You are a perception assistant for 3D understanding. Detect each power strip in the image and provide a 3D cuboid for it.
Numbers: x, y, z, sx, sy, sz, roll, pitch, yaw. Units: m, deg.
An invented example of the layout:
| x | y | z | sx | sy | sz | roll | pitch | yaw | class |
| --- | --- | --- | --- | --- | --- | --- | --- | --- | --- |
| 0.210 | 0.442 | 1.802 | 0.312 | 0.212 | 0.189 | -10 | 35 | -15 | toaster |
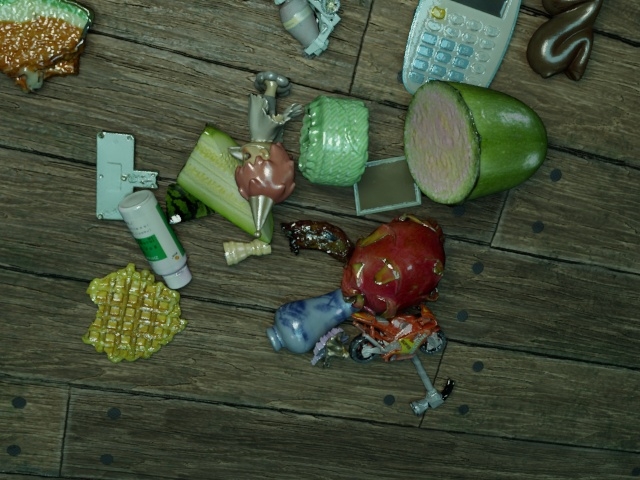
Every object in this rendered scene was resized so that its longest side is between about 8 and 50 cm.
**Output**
| x | y | z | sx | sy | sz | roll | pitch | yaw | class |
| --- | --- | --- | --- | --- | --- | --- | --- | --- | --- |
| -0.473 | -0.155 | 1.347 | 0.145 | 0.061 | 0.215 | 2 | 107 | -14 | power strip |

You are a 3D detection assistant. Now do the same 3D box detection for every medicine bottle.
| x | y | z | sx | sy | sz | roll | pitch | yaw | class |
| --- | --- | --- | --- | --- | --- | --- | --- | --- | --- |
| -0.403 | 0.004 | 1.368 | 0.095 | 0.095 | 0.260 | -22 | 122 | -2 | medicine bottle |

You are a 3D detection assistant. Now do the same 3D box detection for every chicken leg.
| x | y | z | sx | sy | sz | roll | pitch | yaw | class |
| --- | --- | --- | --- | --- | --- | --- | --- | --- | --- |
| 0.000 | 0.000 | 1.466 | 0.234 | 0.063 | 0.105 | 11 | 112 | -13 | chicken leg |

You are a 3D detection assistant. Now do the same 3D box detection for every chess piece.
| x | y | z | sx | sy | sz | roll | pitch | yaw | class |
| --- | --- | --- | --- | --- | --- | --- | --- | --- | --- |
| -0.192 | 0.025 | 1.444 | 0.122 | 0.066 | 0.066 | -11 | 108 | -9 | chess piece |

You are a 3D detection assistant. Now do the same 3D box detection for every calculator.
| x | y | z | sx | sy | sz | roll | pitch | yaw | class |
| --- | --- | --- | --- | --- | --- | --- | --- | --- | --- |
| 0.347 | -0.517 | 1.372 | 0.256 | 0.054 | 0.386 | 13 | 105 | -13 | calculator |

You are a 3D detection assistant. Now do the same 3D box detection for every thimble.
| x | y | z | sx | sy | sz | roll | pitch | yaw | class |
| --- | --- | --- | --- | --- | --- | --- | --- | --- | --- |
| 0.029 | -0.237 | 1.328 | 0.150 | 0.219 | 0.219 | 3 | 106 | -8 | thimble |

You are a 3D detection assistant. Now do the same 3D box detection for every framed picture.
| x | y | z | sx | sy | sz | roll | pitch | yaw | class |
| --- | --- | --- | --- | --- | --- | --- | --- | --- | --- |
| 0.178 | -0.150 | 1.477 | 0.183 | 0.011 | 0.142 | -11 | 108 | -6 | framed picture |

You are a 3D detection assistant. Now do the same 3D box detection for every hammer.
| x | y | z | sx | sy | sz | roll | pitch | yaw | class |
| --- | --- | --- | --- | --- | --- | --- | --- | --- | --- |
| 0.259 | 0.328 | 1.617 | 0.152 | 0.044 | 0.427 | -30 | 108 | 0 | hammer |

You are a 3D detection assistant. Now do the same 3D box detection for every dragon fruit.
| x | y | z | sx | sy | sz | roll | pitch | yaw | class |
| --- | --- | --- | --- | --- | --- | --- | --- | --- | --- |
| 0.206 | 0.066 | 1.435 | 0.315 | 0.250 | 0.250 | -14 | 110 | -29 | dragon fruit |

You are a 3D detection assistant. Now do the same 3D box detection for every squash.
| x | y | z | sx | sy | sz | roll | pitch | yaw | class |
| --- | --- | --- | --- | --- | --- | --- | --- | --- | --- |
| -0.191 | -0.150 | 1.362 | 0.289 | 0.111 | 0.203 | 33 | 131 | -13 | squash |
| 0.413 | -0.260 | 1.358 | 0.309 | 0.310 | 0.310 | -16 | 109 | -20 | squash |

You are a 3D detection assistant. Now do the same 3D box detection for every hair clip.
| x | y | z | sx | sy | sz | roll | pitch | yaw | class |
| --- | --- | --- | --- | --- | --- | --- | --- | --- | --- |
| 0.029 | 0.297 | 1.475 | 0.106 | 0.292 | 0.084 | -38 | 78 | -18 | hair clip |

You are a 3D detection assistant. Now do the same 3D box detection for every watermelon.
| x | y | z | sx | sy | sz | roll | pitch | yaw | class |
| --- | --- | --- | --- | --- | --- | --- | --- | --- | --- |
| -0.336 | -0.073 | 1.395 | 0.135 | 0.125 | 0.094 | 13 | 135 | -31 | watermelon |

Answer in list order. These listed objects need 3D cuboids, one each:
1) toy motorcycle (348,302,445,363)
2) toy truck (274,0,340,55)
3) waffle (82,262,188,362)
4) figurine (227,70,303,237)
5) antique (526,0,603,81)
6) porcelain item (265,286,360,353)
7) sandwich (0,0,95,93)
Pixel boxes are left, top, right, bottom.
| x | y | z | sx | sy | sz | roll | pitch | yaw | class |
| --- | --- | --- | --- | --- | --- | --- | --- | --- | --- |
| 0.216 | 0.255 | 1.516 | 0.298 | 0.089 | 0.171 | -2 | 115 | -19 | toy motorcycle |
| -0.060 | -0.560 | 1.270 | 0.257 | 0.108 | 0.140 | 38 | 111 | -20 | toy truck |
| -0.504 | 0.196 | 1.451 | 0.291 | 0.051 | 0.291 | -2 | 108 | -8 | waffle |
| -0.136 | -0.194 | 1.291 | 0.166 | 0.207 | 0.386 | 9 | 82 | -13 | figurine |
| 0.603 | -0.538 | 1.375 | 0.143 | 0.121 | 0.256 | 5 | 113 | -1 | antique |
| -0.021 | 0.215 | 1.496 | 0.259 | 0.141 | 0.141 | -25 | 109 | -10 | porcelain item |
| -0.629 | -0.452 | 1.214 | 0.292 | 0.109 | 0.212 | -20 | 115 | 0 | sandwich |
